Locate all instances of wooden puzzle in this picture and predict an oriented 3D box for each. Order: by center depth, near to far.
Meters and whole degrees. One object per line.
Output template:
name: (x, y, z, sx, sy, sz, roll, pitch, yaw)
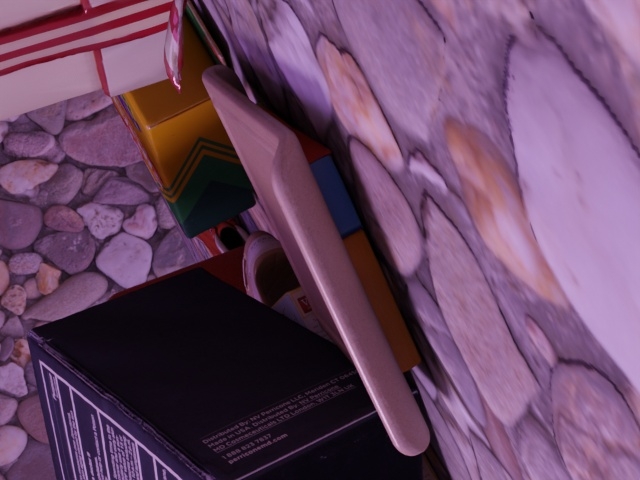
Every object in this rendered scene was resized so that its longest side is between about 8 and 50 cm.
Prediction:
wooden puzzle: (0.000, 0.000, 0.772, 0.221, 0.044, 0.238, 65, 176, -25)

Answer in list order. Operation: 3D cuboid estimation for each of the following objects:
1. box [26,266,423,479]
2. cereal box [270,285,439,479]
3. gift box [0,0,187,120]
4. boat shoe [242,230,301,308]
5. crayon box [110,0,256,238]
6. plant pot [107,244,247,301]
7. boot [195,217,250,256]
box: (-0.071, 0.216, 0.934, 0.294, 0.183, 0.296, 25, 128, 47)
cereal box: (0.014, 0.167, 1.000, 0.240, 0.047, 0.173, 62, 150, 10)
gift box: (-0.184, -0.166, 0.568, 0.255, 0.258, 0.276, 150, 99, -81)
boat shoe: (-0.037, 0.059, 1.119, 0.059, 0.063, 0.170, -123, 19, -47)
crayon box: (-0.144, -0.148, 1.011, 0.202, 0.081, 0.318, 60, 171, 17)
plant pot: (-0.113, 0.163, 1.302, 0.267, 0.267, 0.235, 56, 158, 35)
boot: (-0.123, -0.019, 1.404, 0.158, 0.059, 0.084, 51, 166, 16)
